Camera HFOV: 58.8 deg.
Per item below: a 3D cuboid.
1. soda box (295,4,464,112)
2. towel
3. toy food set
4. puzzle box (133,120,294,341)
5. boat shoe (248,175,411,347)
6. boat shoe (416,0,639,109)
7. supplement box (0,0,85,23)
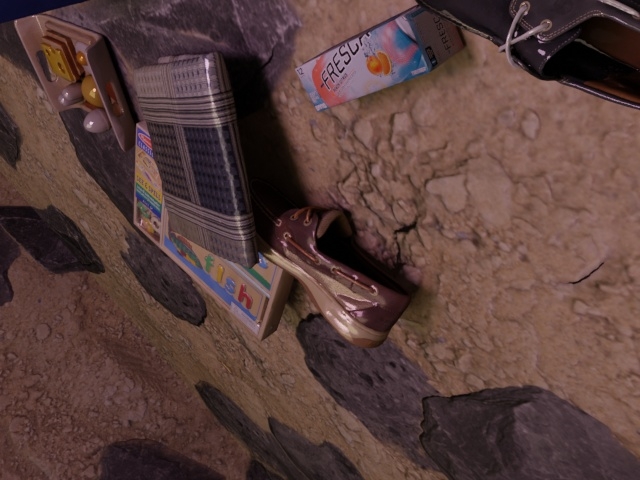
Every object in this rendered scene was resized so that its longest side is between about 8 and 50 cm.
[{"bbox_3d":[0.054,-0.190,0.595,0.183,0.063,0.058,-4,121,54],"label":"soda box"},{"bbox_3d":[-0.196,-0.134,0.903,0.324,0.056,0.312,19,124,53],"label":"towel"},{"bbox_3d":[-0.508,-0.324,1.170,0.306,0.092,0.219,28,143,33],"label":"toy food set"},{"bbox_3d":[-0.215,-0.020,1.102,0.409,0.052,0.272,38,135,20],"label":"puzzle box"},{"bbox_3d":[0.000,0.000,0.854,0.342,0.123,0.123,48,121,26],"label":"boat shoe"},{"bbox_3d":[0.167,-0.163,0.419,0.233,0.079,0.084,27,155,16],"label":"boat shoe"},{"bbox_3d":[-0.490,-0.472,0.808,0.356,0.194,0.195,45,152,37],"label":"supplement box"}]
